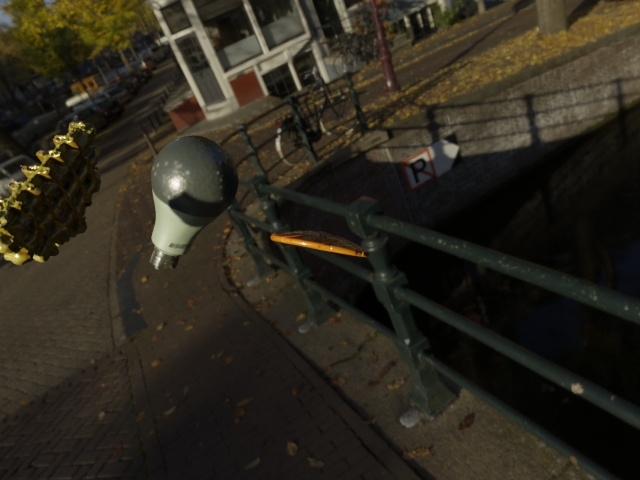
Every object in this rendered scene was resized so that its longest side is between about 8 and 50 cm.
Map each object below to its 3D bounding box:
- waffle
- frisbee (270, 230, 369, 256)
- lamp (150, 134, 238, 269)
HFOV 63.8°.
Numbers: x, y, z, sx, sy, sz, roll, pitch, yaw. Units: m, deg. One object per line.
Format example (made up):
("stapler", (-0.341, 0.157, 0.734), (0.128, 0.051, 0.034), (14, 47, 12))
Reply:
("waffle", (-0.330, -0.058, 0.624), (0.046, 0.161, 0.192), (11, 17, 8))
("frisbee", (0.000, 0.000, 0.982), (0.191, 0.035, 0.192), (10, 1, 0))
("lamp", (-0.278, -0.073, 1.129), (0.181, 0.314, 0.182), (8, 29, -5))
